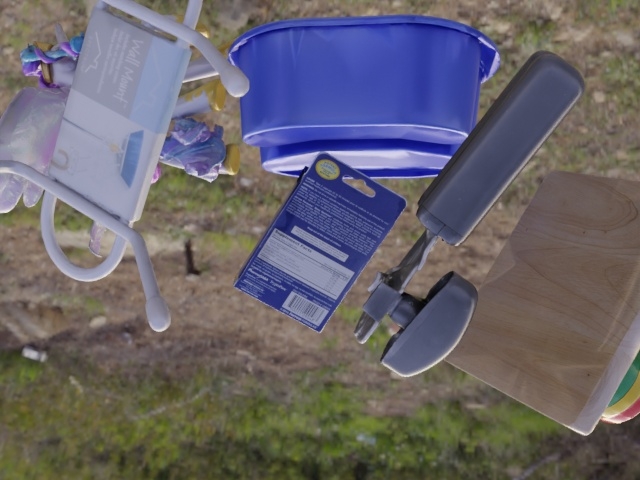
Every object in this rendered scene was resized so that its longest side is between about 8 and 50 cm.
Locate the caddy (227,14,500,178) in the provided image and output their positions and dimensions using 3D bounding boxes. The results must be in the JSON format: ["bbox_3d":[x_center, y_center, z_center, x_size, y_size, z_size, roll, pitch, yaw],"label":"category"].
[{"bbox_3d":[0.051,-0.191,1.219,0.341,0.179,0.241,0,166,9],"label":"caddy"}]

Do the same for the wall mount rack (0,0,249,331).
[{"bbox_3d":[-0.180,-0.093,0.860,0.304,0.130,0.350,29,110,25],"label":"wall mount rack"}]

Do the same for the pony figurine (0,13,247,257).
[{"bbox_3d":[-0.296,-0.174,1.428,0.363,0.351,0.303,1,161,18],"label":"pony figurine"}]

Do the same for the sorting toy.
[{"bbox_3d":[0.281,0.066,1.030,0.089,0.255,0.257,33,176,-23],"label":"sorting toy"}]

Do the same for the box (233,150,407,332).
[{"bbox_3d":[0.000,0.000,1.271,0.136,0.036,0.225,30,113,-11],"label":"box"}]

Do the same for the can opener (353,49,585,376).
[{"bbox_3d":[0.126,-0.014,0.787,0.095,0.076,0.283,36,107,-3],"label":"can opener"}]
